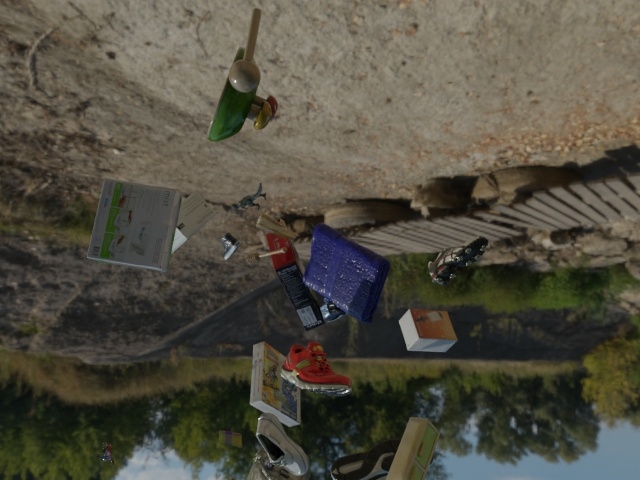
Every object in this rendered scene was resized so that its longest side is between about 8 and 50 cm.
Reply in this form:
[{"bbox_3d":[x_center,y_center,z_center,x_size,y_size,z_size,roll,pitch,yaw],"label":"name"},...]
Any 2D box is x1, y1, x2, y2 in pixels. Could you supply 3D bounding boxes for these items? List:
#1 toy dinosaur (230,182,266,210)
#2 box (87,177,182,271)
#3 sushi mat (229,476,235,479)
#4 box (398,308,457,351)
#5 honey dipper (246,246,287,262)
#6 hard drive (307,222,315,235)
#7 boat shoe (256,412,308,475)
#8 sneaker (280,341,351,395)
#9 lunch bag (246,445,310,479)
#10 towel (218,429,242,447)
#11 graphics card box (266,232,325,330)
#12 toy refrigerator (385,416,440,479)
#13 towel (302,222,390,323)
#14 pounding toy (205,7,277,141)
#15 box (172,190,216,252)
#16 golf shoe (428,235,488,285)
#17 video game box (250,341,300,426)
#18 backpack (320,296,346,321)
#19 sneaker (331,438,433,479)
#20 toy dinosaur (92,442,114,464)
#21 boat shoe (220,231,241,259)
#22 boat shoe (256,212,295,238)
[{"bbox_3d":[-0.331,-0.201,2.487,0.118,0.064,0.268,8,150,-45],"label":"toy dinosaur"},{"bbox_3d":[-0.591,-0.047,1.631,0.231,0.261,0.127,8,171,-5],"label":"box"},{"bbox_3d":[-0.408,0.993,1.798,0.019,0.151,0.317,14,-161,29],"label":"sushi mat"},{"bbox_3d":[0.399,0.335,1.886,0.171,0.130,0.091,7,137,-22],"label":"box"},{"bbox_3d":[-0.168,0.043,1.615,0.161,0.030,0.030,-14,161,35],"label":"honey dipper"},{"bbox_3d":[0.000,0.000,1.959,0.022,0.135,0.094,-34,134,-5],"label":"hard drive"},{"bbox_3d":[-0.113,0.575,1.379,0.083,0.226,0.075,-23,-160,28],"label":"boat shoe"},{"bbox_3d":[-0.016,0.319,1.286,0.107,0.118,0.279,21,168,-31],"label":"sneaker"},{"bbox_3d":[-0.165,0.877,1.729,0.213,0.304,0.256,20,-179,-1],"label":"lunch bag"},{"bbox_3d":[-0.305,0.674,1.720,0.083,0.009,0.060,19,-160,-19],"label":"towel"},{"bbox_3d":[-0.097,0.153,1.995,0.094,0.232,0.370,-23,129,1],"label":"graphics card box"},{"bbox_3d":[0.355,0.813,1.906,0.094,0.269,0.102,-14,123,46],"label":"toy refrigerator"},{"bbox_3d":[0.080,0.099,1.611,0.076,0.227,0.308,-5,-153,-43],"label":"towel"},{"bbox_3d":[-0.125,-0.270,0.941,0.110,0.182,0.237,21,148,-15],"label":"pounding toy"},{"bbox_3d":[-0.518,-0.063,1.893,0.119,0.181,0.182,49,135,-10],"label":"box"},{"bbox_3d":[0.541,0.058,2.032,0.105,0.120,0.273,30,117,-37],"label":"golf shoe"},{"bbox_3d":[-0.129,0.428,1.506,0.048,0.187,0.205,-24,135,19],"label":"video game box"},{"bbox_3d":[0.075,0.292,2.269,0.158,0.116,0.173,-12,162,-48],"label":"backpack"},{"bbox_3d":[0.264,1.024,2.189,0.448,0.257,0.169,-8,-151,-11],"label":"sneaker"},{"bbox_3d":[-0.616,0.618,1.477,0.082,0.047,0.090,-23,132,39],"label":"toy dinosaur"},{"bbox_3d":[-0.436,0.024,2.399,0.083,0.065,0.183,46,144,0],"label":"boat shoe"},{"bbox_3d":[-0.151,-0.050,1.810,0.063,0.059,0.170,-1,161,46],"label":"boat shoe"}]
